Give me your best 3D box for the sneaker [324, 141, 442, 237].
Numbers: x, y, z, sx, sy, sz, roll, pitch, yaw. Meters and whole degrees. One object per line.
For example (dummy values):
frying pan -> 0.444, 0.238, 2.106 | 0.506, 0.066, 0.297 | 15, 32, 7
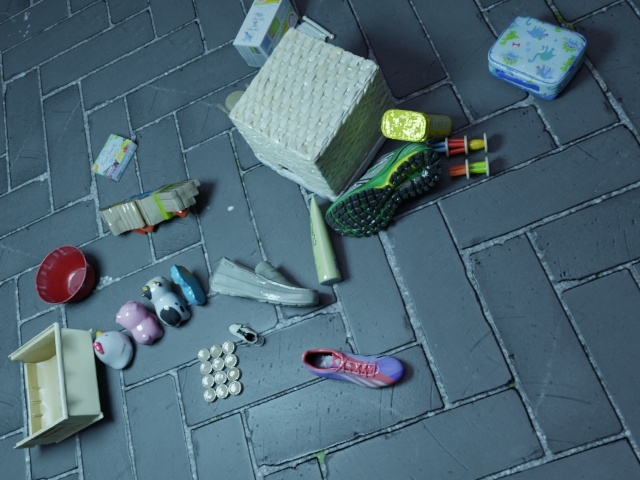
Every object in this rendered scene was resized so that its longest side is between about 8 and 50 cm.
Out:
sneaker -> 0.160, -0.134, 1.537 | 0.343, 0.134, 0.146 | -34, 27, 12

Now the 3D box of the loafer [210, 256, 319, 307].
loafer -> -0.148, 0.109, 1.542 | 0.319, 0.112, 0.111 | 9, 82, 23

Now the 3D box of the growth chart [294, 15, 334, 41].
growth chart -> -0.093, -0.616, 1.845 | 0.237, 0.021, 0.172 | -41, 62, 1

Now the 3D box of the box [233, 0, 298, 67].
box -> -0.168, -0.657, 1.812 | 0.103, 0.114, 0.203 | 15, 75, 28

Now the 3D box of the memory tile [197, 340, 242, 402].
memory tile -> -0.267, 0.349, 1.549 | 0.113, 0.012, 0.148 | -19, 65, 12

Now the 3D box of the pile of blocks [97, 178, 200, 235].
pile of blocks -> -0.505, -0.089, 1.760 | 0.362, 0.149, 0.113 | -12, 110, 25

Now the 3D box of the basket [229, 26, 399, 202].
basket -> -0.017, -0.335, 1.579 | 0.328, 0.266, 0.331 | 32, 85, 25

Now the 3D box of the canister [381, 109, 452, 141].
canister -> 0.255, -0.300, 1.513 | 0.126, 0.170, 0.073 | 15, 108, 34

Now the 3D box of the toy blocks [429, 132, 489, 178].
toy blocks -> 0.362, -0.215, 1.517 | 0.148, 0.054, 0.123 | -4, 69, 18

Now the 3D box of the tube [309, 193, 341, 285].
tube -> 0.000, 0.000, 1.552 | 0.070, 0.062, 0.240 | -29, 64, 37

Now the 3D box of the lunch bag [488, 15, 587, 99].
lunch bag -> 0.563, -0.480, 1.525 | 0.219, 0.090, 0.176 | 33, 83, 26

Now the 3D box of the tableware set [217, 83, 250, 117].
tableware set -> -0.214, -0.390, 1.792 | 0.128, 0.039, 0.194 | -39, 68, -15

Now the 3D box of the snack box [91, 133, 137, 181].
snack box -> -0.679, -0.272, 1.911 | 0.100, 0.037, 0.141 | 20, 78, 26

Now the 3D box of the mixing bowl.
mixing bowl -> -0.755, 0.116, 1.758 | 0.181, 0.098, 0.181 | -6, 68, 16

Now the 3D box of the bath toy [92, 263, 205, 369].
bath toy -> -0.496, 0.214, 1.615 | 0.348, 0.129, 0.151 | -40, 63, 2

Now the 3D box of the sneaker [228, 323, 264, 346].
sneaker -> -0.201, 0.247, 1.547 | 0.109, 0.044, 0.040 | 18, 79, 26

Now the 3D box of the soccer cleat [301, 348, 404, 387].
soccer cleat -> 0.075, 0.303, 1.399 | 0.248, 0.095, 0.083 | 4, 72, 21

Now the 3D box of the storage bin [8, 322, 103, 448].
storage bin -> -0.741, 0.405, 1.604 | 0.260, 0.123, 0.262 | -31, 62, 25
